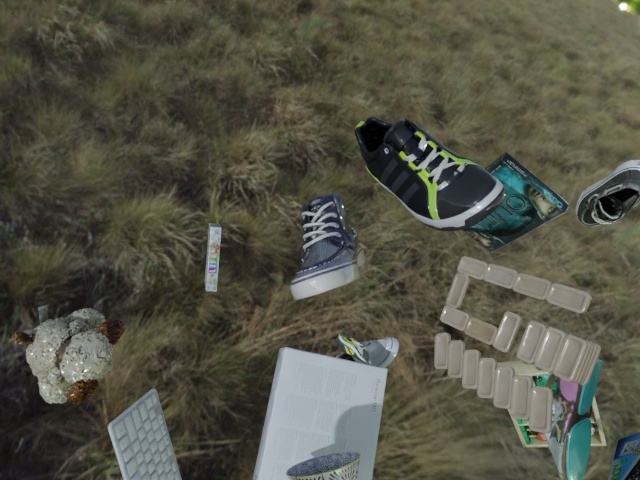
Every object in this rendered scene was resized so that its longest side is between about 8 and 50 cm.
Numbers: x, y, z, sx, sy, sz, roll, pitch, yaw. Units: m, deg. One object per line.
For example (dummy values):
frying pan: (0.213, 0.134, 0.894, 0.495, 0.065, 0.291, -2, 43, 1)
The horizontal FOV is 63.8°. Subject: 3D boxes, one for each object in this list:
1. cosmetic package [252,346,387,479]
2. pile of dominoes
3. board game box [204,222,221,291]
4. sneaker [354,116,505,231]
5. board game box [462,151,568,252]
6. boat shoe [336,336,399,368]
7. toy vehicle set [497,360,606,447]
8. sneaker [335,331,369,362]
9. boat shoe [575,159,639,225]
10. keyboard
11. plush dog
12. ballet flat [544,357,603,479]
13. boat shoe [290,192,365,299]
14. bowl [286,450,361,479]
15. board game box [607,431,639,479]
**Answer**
cosmetic package: (0.000, 0.487, 1.305, 0.284, 0.097, 0.377, 15, 72, -10)
pile of dominoes: (0.279, 0.144, 0.768, 0.040, 0.196, 0.251, 20, 1, -31)
board game box: (-0.264, 0.038, 1.260, 0.026, 0.154, 0.103, 4, 6, -14)
sneaker: (0.106, -0.089, 0.601, 0.097, 0.084, 0.235, 50, -8, -36)
board game box: (0.291, -0.055, 0.844, 0.126, 0.186, 0.026, 39, 63, -1)
boat shoe: (0.135, 0.358, 1.590, 0.084, 0.258, 0.095, 27, 46, -21)
toy vehicle set: (0.471, 0.336, 1.050, 0.267, 0.166, 0.035, 60, 31, -32)
sneaker: (0.066, 0.226, 1.076, 0.083, 0.035, 0.031, 44, 41, -1)
boat shoe: (0.546, -0.071, 0.982, 0.078, 0.219, 0.070, 27, 71, 12)
keyboard: (-0.142, 0.273, 0.484, 0.072, 0.014, 0.256, -47, 124, -78)
plush dog: (-0.623, 0.283, 1.304, 0.225, 0.210, 0.262, 6, 64, 20)
ballet flat: (0.397, 0.276, 0.831, 0.077, 0.221, 0.079, -4, 12, -34)
boat shoe: (0.000, 0.000, 0.947, 0.340, 0.127, 0.158, -35, 106, -80)
bowl: (0.015, 0.527, 1.124, 0.170, 0.170, 0.080, -4, 77, -41)
board game box: (0.457, 0.307, 0.641, 0.305, 0.193, 0.053, -15, 68, -54)
